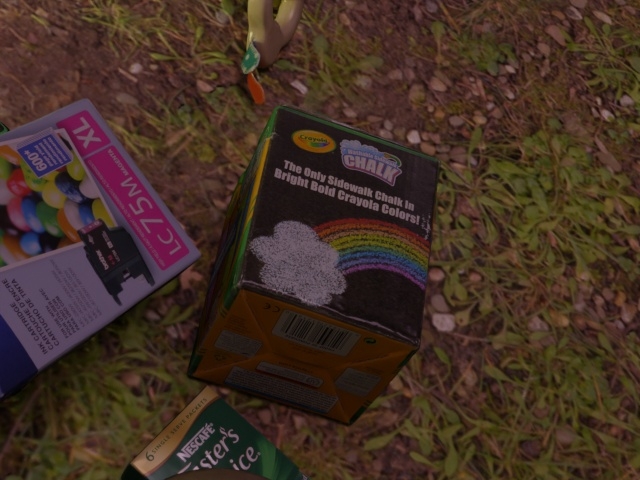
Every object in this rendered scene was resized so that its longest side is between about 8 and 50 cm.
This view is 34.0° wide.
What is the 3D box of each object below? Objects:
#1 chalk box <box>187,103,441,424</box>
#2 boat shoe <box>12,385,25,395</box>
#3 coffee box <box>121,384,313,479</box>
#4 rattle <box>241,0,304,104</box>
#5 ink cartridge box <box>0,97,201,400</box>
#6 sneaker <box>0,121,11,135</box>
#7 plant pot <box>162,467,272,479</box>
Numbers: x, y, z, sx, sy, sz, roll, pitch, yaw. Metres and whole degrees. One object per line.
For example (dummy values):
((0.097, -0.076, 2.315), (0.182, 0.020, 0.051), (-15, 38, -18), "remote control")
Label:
((0.000, 0.000, 1.040), (0.180, 0.179, 0.288), (19, 51, -10), "chalk box")
((-0.250, 0.053, 0.959), (0.066, 0.066, 0.183), (34, 51, 2), "boat shoe")
((-0.073, 0.229, 0.934), (0.184, 0.040, 0.113), (42, 51, 7), "coffee box")
((-0.100, -0.269, 1.250), (0.143, 0.130, 0.199), (19, 78, 2), "rattle")
((-0.253, 0.013, 0.866), (0.185, 0.065, 0.311), (54, 41, -3), "ink cartridge box")
((-0.339, 0.009, 0.908), (0.146, 0.134, 0.343), (17, 56, -23), "sneaker")
((-0.092, 0.306, 0.706), (0.323, 0.323, 0.280), (29, 21, -4), "plant pot")
